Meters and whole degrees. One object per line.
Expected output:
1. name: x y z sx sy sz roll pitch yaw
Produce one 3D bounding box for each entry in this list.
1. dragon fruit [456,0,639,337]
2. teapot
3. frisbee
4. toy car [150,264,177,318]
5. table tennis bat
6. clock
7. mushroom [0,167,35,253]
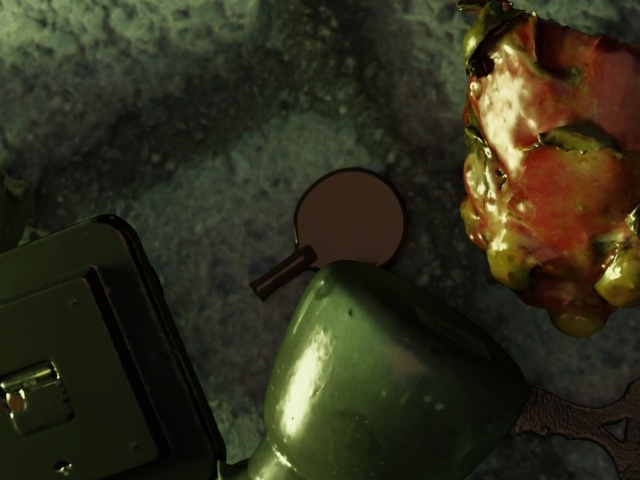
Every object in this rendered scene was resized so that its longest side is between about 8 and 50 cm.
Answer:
1. dragon fruit: 0.249 -0.046 1.697 0.314 0.296 0.263 19 95 16
2. teapot: 0.056 0.198 1.790 0.285 0.305 0.223 -57 41 11
3. frisbee: 0.279 0.192 1.820 0.211 0.012 0.187 -17 92 13
4. toy car: -0.169 0.109 1.857 0.080 0.070 0.171 -20 89 7
5. table tennis bat: 0.000 0.000 1.812 0.170 0.119 0.107 -36 84 4
6. clock: -0.257 0.142 1.808 0.278 0.049 0.273 -21 98 14
7. mushroom: -0.330 0.038 1.874 0.096 0.099 0.278 0 91 -34
